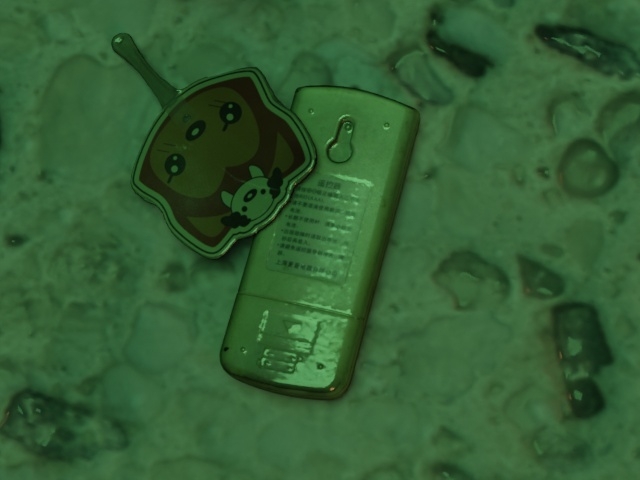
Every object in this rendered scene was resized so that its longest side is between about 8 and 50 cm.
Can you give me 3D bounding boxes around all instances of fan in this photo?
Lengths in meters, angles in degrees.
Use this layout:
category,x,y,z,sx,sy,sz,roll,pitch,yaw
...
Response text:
category,x,y,z,sx,sy,sz,roll,pitch,yaw
fan,-0.097,-0.087,1.459,0.132,0.009,0.220,-41,61,3

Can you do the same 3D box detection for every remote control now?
category,x,y,z,sx,sy,sz,roll,pitch,yaw
remote control,0.000,0.000,1.417,0.098,0.038,0.233,11,75,13
